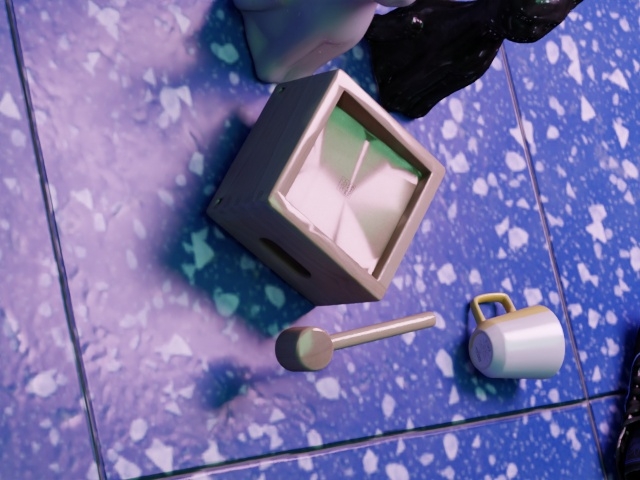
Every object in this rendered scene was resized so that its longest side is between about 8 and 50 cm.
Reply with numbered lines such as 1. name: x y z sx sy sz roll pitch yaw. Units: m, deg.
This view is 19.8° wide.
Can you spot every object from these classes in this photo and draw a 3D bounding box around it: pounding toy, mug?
1. pounding toy: 0.004 0.010 1.395 0.181 0.094 0.206 41 63 -27
2. mug: 0.154 0.085 1.517 0.064 0.078 0.062 -5 111 -31

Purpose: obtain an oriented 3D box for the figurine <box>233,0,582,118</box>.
1. figurine: 0.072 -0.184 1.431 0.215 0.209 0.092 10 69 -36

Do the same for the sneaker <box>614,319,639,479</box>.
1. sneaker: 0.298 0.156 1.584 0.090 0.081 0.232 11 69 -44
